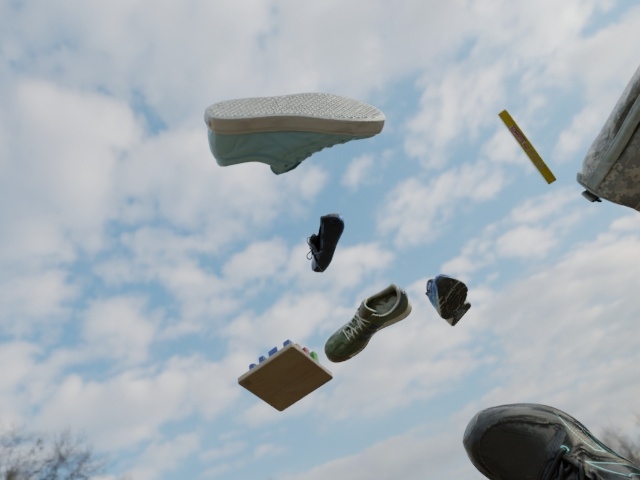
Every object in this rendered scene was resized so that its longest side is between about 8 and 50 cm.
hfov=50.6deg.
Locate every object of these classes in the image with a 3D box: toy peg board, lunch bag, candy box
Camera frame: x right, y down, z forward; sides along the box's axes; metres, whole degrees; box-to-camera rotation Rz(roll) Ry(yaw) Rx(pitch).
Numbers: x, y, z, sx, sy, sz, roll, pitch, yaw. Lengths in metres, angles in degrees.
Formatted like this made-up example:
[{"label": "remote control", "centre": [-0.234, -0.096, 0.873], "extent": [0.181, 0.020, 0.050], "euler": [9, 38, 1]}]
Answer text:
[{"label": "toy peg board", "centre": [-0.086, 0.298, 1.579], "extent": [0.161, 0.079, 0.160], "euler": [-36, -53, 14]}, {"label": "lunch bag", "centre": [0.623, -0.192, 1.211], "extent": [0.256, 0.212, 0.305], "euler": [4, -58, -36]}, {"label": "candy box", "centre": [0.496, -0.225, 1.632], "extent": [0.027, 0.206, 0.105], "euler": [-36, -3, 19]}]

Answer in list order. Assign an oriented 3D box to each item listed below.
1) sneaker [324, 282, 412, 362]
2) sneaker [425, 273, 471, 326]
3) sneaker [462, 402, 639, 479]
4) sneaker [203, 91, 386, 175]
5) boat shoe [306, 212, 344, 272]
[{"label": "sneaker", "centre": [0.082, 0.146, 1.263], "extent": [0.192, 0.064, 0.086], "euler": [-33, -38, -8]}, {"label": "sneaker", "centre": [0.196, 0.090, 1.105], "extent": [0.063, 0.073, 0.162], "euler": [-47, -26, -7]}, {"label": "sneaker", "centre": [0.273, 0.241, 0.669], "extent": [0.106, 0.267, 0.101], "euler": [26, -93, -86]}, {"label": "sneaker", "centre": [-0.051, -0.213, 1.400], "extent": [0.366, 0.135, 0.150], "euler": [0, -53, -2]}, {"label": "boat shoe", "centre": [0.000, 0.000, 2.189], "extent": [0.089, 0.109, 0.258], "euler": [3, -49, -19]}]
